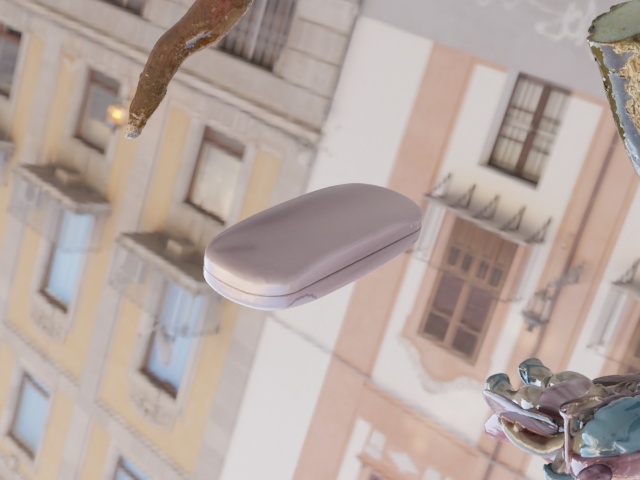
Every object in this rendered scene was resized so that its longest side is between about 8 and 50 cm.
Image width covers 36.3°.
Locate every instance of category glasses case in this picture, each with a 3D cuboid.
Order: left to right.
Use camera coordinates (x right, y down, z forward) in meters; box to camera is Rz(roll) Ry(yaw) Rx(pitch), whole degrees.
[{"bbox_3d":[0.000,0.000,1.048,0.113,0.075,0.297,25,-150,31],"label":"glasses case"}]

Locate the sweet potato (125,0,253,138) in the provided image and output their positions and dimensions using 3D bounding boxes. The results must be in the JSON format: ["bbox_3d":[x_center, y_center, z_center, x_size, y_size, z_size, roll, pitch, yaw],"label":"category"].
[{"bbox_3d":[-0.141,-0.197,1.008,0.050,0.214,0.050,38,171,7],"label":"sweet potato"}]

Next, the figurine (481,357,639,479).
[{"bbox_3d":[0.223,0.143,0.767,0.205,0.102,0.260,-9,-174,-11],"label":"figurine"}]

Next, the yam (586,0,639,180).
[{"bbox_3d":[0.252,-0.045,0.683,0.061,0.253,0.061,-24,-158,10],"label":"yam"}]
